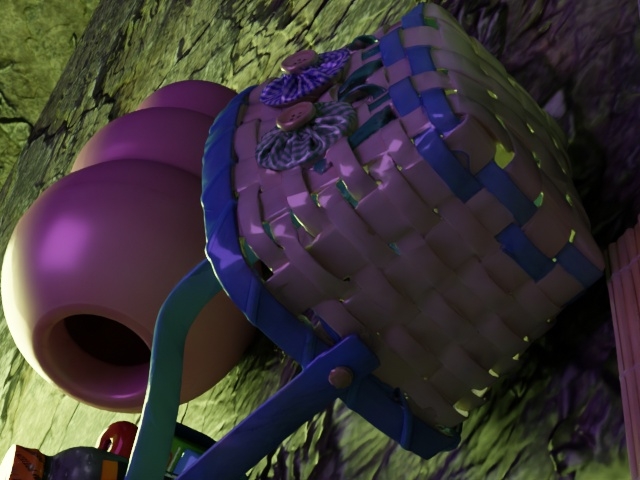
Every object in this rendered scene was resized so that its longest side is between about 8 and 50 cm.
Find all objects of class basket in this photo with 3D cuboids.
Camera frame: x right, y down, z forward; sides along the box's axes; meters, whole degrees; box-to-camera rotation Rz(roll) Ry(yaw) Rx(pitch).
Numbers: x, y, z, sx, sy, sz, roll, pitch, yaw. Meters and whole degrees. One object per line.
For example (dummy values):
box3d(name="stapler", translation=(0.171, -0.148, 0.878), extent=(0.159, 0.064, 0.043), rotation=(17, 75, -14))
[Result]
box3d(name="basket", translation=(0.003, 0.015, 0.855), extent=(0.289, 0.201, 0.255), rotation=(-44, 21, 19))

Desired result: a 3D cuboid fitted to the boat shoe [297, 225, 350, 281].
box3d(name="boat shoe", translation=(0.000, 0.002, 1.125), extent=(0.133, 0.042, 0.049), rotation=(-110, 32, -64))

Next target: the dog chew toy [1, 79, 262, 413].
box3d(name="dog chew toy", translation=(-0.131, -0.016, 1.245), extent=(0.206, 0.207, 0.332), rotation=(-44, 18, 38))

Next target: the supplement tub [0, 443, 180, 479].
box3d(name="supplement tub", translation=(-0.104, 0.191, 0.874), extent=(0.117, 0.190, 0.117), rotation=(-160, 90, -76))

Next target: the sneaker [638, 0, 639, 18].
box3d(name="sneaker", translation=(0.220, -0.269, 0.743), extent=(0.210, 0.137, 0.366), rotation=(-90, 12, -46))

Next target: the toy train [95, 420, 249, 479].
box3d(name="toy train", translation=(-0.124, 0.252, 1.015), extent=(0.143, 0.105, 0.248), rotation=(20, 82, 56))

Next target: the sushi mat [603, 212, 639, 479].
box3d(name="sushi mat", translation=(0.184, 0.064, 0.623), extent=(0.151, 0.019, 0.316), rotation=(-47, 23, 35))
